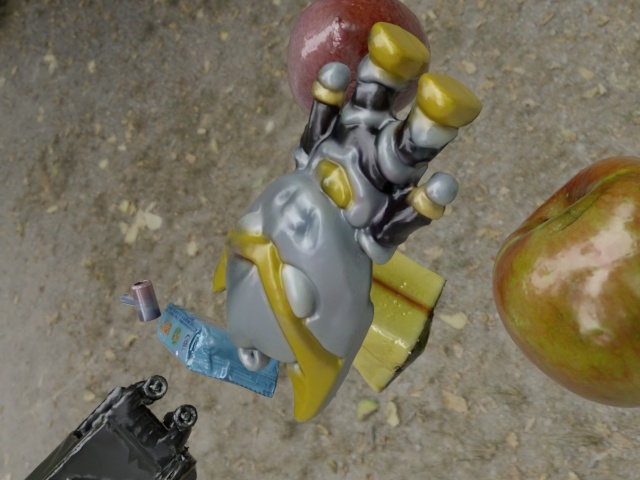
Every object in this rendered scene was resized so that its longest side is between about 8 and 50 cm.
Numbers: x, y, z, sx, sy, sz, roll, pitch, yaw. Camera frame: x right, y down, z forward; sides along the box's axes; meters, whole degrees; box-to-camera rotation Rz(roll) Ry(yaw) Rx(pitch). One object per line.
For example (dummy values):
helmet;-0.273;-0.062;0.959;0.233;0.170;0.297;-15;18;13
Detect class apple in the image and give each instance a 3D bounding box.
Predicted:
apple;0.425;0.062;1.021;0.339;0.339;0.340;-19;61;38

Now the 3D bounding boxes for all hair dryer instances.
hair dryer;-0.316;0.098;1.219;0.114;0.037;0.063;3;111;49

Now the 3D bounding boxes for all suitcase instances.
suitcase;-0.357;0.402;1.037;0.434;0.194;0.283;-44;0;-23

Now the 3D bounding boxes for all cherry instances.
cherry;0.051;-0.298;1.129;0.239;0.239;0.206;-32;41;31

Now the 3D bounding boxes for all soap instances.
soap;-0.179;0.176;1.205;0.293;0.156;0.077;10;77;64

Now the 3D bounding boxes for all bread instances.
bread;0.047;0.092;1.148;0.168;0.264;0.163;-55;-5;-39

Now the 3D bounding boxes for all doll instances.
doll;0.002;0.004;0.511;0.145;0.103;0.316;37;127;6
